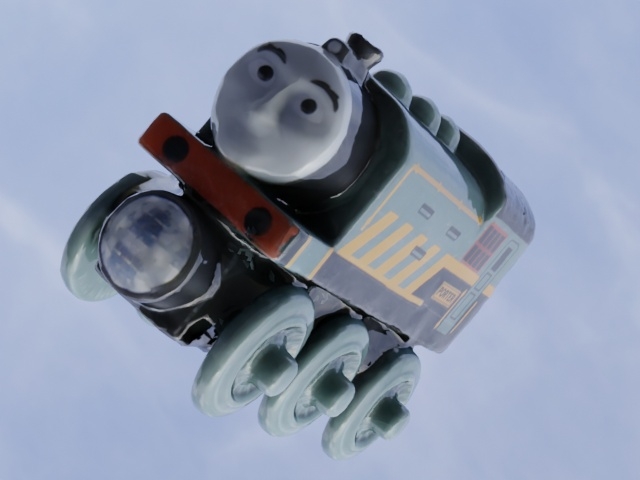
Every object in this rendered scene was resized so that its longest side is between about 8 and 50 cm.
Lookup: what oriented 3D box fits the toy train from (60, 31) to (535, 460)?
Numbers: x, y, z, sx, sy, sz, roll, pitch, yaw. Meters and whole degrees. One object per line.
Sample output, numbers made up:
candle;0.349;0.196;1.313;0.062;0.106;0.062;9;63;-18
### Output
toy train;0.000;0.000;0.984;0.142;0.334;0.190;40;-87;24
